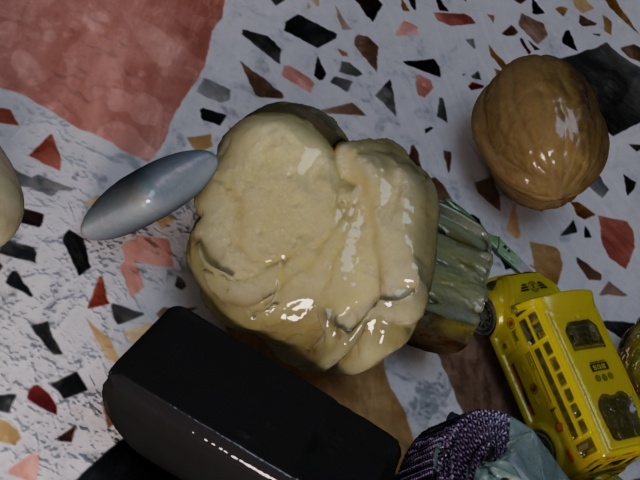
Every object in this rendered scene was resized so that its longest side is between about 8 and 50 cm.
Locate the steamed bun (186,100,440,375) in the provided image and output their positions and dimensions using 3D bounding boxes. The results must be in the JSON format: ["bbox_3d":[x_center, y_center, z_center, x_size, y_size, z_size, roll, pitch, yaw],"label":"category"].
[{"bbox_3d":[0.001,0.005,1.686,0.372,0.230,0.324,22,81,23],"label":"steamed bun"}]

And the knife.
[{"bbox_3d":[0.272,0.000,2.022,0.207,0.014,0.030,43,48,-1],"label":"knife"}]

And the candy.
[{"bbox_3d":[-0.223,-0.059,1.649,0.138,0.174,0.071,-37,99,-41],"label":"candy"}]

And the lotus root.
[{"bbox_3d":[0.159,0.062,1.828,0.119,0.138,0.234,31,48,-17],"label":"lotus root"}]

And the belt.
[{"bbox_3d":[0.239,0.368,1.651,0.325,0.122,0.260,43,41,-14],"label":"belt"}]

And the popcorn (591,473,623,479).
[{"bbox_3d":[0.420,0.394,1.772,0.136,0.162,0.141,-2,22,-25],"label":"popcorn"}]

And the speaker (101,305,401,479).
[{"bbox_3d":[-0.081,0.271,1.540,0.388,0.184,0.180,31,34,6],"label":"speaker"}]

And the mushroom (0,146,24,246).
[{"bbox_3d":[-0.468,-0.066,1.496,0.246,0.202,0.246,43,9,-8],"label":"mushroom"}]

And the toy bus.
[{"bbox_3d":[0.349,0.181,1.852,0.144,0.152,0.330,-5,63,-33],"label":"toy bus"}]

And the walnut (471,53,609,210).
[{"bbox_3d":[0.356,-0.172,2.052,0.225,0.225,0.260,10,54,-26],"label":"walnut"}]

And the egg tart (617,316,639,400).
[{"bbox_3d":[0.569,0.239,1.992,0.279,0.095,0.278,12,55,-18],"label":"egg tart"}]
